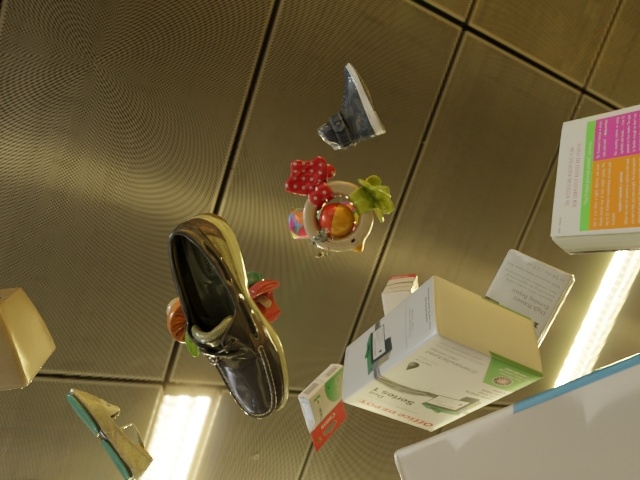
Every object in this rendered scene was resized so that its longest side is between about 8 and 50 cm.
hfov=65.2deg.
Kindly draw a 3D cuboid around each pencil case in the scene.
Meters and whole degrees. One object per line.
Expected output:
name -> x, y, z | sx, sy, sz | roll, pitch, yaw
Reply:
pencil case -> 0.018, -0.062, 1.440 | 0.104, 0.236, 0.104 | 10, -102, -55

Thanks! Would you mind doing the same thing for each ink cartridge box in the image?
ink cartridge box -> 0.150, 0.161, 0.668 | 0.160, 0.092, 0.219 | 23, -45, -16
ink cartridge box -> 0.028, 0.538, 1.602 | 0.181, 0.056, 0.224 | -33, -66, -44
ink cartridge box -> 0.211, 0.238, 0.423 | 0.198, 0.197, 0.270 | -26, -27, 9
ink cartridge box -> 0.281, 0.224, 1.691 | 0.100, 0.237, 0.171 | -8, -84, 16

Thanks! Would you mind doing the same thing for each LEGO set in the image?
LEGO set -> 0.002, 0.000, 1.063 | 0.054, 0.083, 0.023 | -28, -49, 3

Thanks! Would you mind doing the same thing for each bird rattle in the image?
bird rattle -> 0.036, -0.079, 1.140 | 0.254, 0.143, 0.206 | 13, -92, 2

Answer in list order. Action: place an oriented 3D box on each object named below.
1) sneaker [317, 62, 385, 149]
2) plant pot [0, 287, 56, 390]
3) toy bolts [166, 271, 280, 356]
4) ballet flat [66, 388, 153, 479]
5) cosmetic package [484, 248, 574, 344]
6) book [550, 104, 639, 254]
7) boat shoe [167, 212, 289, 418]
sneaker -> 0.056, -0.342, 1.304 | 0.163, 0.226, 0.086 | -25, -23, 19
plant pot -> -0.404, 0.116, 0.605 | 0.109, 0.109, 0.096 | -7, -76, -9
toy bolts -> -0.213, 0.100, 1.057 | 0.229, 0.158, 0.218 | -14, -62, -39
ballet flat -> -0.318, 0.286, 0.764 | 0.052, 0.057, 0.168 | -35, -93, -42
cosmetic package -> 0.350, 0.143, 0.909 | 0.085, 0.117, 0.231 | 17, -81, -59
book -> 0.222, -0.045, 0.302 | 0.035, 0.144, 0.096 | 28, -113, -40
boat shoe -> -0.100, 0.084, 0.503 | 0.080, 0.073, 0.223 | -16, -84, 21
